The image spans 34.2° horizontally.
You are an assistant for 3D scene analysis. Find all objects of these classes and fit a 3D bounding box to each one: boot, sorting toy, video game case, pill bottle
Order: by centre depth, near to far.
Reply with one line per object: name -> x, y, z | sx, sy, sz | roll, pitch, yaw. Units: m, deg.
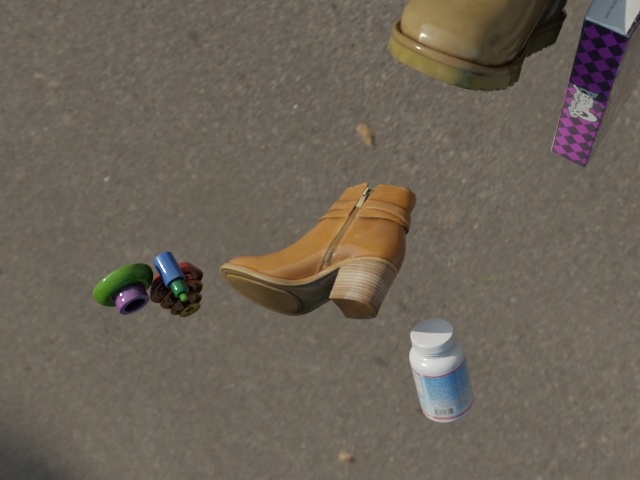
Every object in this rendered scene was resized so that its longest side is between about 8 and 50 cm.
boot -> 0.141, -0.251, 0.676 | 0.089, 0.236, 0.269 | 24, 121, 16
sorting toy -> -0.130, 0.044, 0.842 | 0.061, 0.102, 0.042 | -48, 63, 35
video game case -> 0.265, -0.196, 0.859 | 0.042, 0.210, 0.232 | 28, 166, 15
boot -> 0.000, 0.000, 1.598 | 0.284, 0.220, 0.109 | 2, 146, 32
pill bottle -> 0.188, 0.202, 1.628 | 0.087, 0.087, 0.160 | 5, 130, 27
